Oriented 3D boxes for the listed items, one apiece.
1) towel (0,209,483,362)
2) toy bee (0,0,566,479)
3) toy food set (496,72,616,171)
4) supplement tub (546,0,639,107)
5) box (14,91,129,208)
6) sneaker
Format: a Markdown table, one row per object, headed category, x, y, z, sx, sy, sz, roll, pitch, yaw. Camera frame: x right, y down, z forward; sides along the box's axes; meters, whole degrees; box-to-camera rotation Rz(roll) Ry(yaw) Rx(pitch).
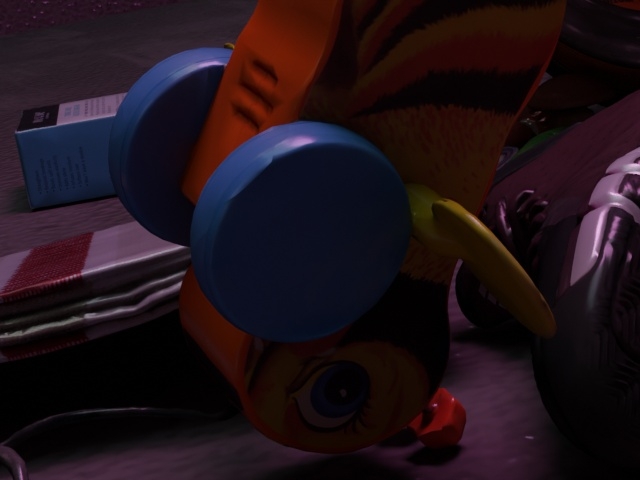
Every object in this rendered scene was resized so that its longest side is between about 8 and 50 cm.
| category | x | y | z | sx | sy | sz | roll | pitch | yaw |
| --- | --- | --- | --- | --- | --- | --- | --- | --- | --- |
| towel | -0.101 | 0.018 | 0.744 | 0.329 | 0.037 | 0.237 | -16 | 7 | -5 |
| toy bee | 0.000 | 0.000 | 0.558 | 0.162 | 0.298 | 0.195 | 25 | 31 | -37 |
| toy food set | 0.115 | -0.055 | 0.926 | 0.128 | 0.071 | 0.218 | 5 | 19 | 45 |
| supplement tub | 0.203 | -0.192 | 0.955 | 0.207 | 0.207 | 0.338 | -7 | -3 | 10 |
| box | -0.100 | -0.082 | 1.196 | 0.244 | 0.060 | 0.100 | -10 | 15 | -5 |
| sneaker | 0.107 | 0.019 | 0.638 | 0.162 | 0.106 | 0.281 | -28 | 10 | 36 |
